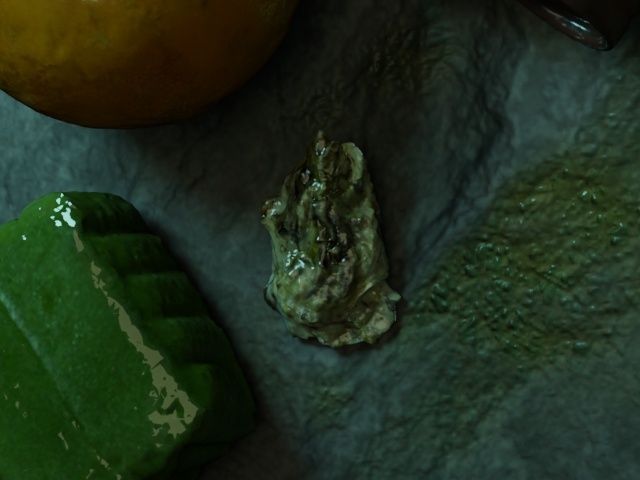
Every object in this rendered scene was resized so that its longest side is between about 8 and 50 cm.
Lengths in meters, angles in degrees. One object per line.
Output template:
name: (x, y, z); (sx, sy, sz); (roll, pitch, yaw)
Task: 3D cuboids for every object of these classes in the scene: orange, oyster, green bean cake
orange: (-0.146, -0.222, 1.190); (0.284, 0.226, 0.283); (1, 92, 13)
oyster: (-0.002, 0.000, 1.225); (0.108, 0.053, 0.165); (-2, 95, 29)
green bean cake: (-0.185, 0.108, 1.248); (0.222, 0.125, 0.248); (-41, 74, 15)

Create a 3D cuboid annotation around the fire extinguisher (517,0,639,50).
fire extinguisher: (0.243, -0.301, 1.109); (0.344, 0.102, 0.138); (-56, 37, -1)
